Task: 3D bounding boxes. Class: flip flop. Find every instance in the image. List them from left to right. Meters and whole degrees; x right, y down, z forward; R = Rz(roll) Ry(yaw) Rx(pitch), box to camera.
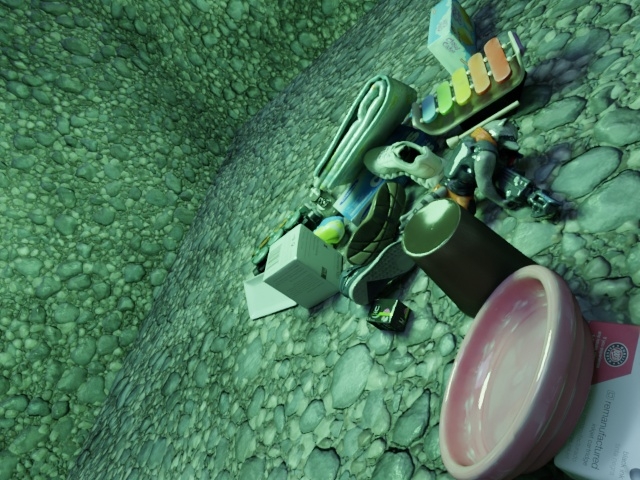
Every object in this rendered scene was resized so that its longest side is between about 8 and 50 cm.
[{"bbox_3d":[0.159,-0.043,1.246,0.277,0.112,0.080,-65,4,-17],"label":"flip flop"}]

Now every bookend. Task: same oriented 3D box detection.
[{"bbox_3d":[0.465,-0.403,1.202,0.156,0.072,0.157,-8,51,54],"label":"bookend"}]

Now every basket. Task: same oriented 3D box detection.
[{"bbox_3d":[0.276,0.034,0.829,0.204,0.227,0.154,-4,55,55],"label":"basket"}]

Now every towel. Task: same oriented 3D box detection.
[{"bbox_3d":[0.140,-0.327,1.357,0.374,0.090,0.320,-54,-10,25],"label":"towel"}]

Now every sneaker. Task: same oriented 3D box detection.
[{"bbox_3d":[0.000,0.000,1.472,0.240,0.091,0.126,-34,15,34],"label":"sneaker"},{"bbox_3d":[0.005,-0.146,1.581,0.078,0.106,0.234,-49,28,10],"label":"sneaker"},{"bbox_3d":[0.146,0.074,1.138,0.226,0.086,0.163,-36,6,-11],"label":"sneaker"},{"bbox_3d":[0.219,-0.231,1.211,0.292,0.118,0.110,22,82,50],"label":"sneaker"}]

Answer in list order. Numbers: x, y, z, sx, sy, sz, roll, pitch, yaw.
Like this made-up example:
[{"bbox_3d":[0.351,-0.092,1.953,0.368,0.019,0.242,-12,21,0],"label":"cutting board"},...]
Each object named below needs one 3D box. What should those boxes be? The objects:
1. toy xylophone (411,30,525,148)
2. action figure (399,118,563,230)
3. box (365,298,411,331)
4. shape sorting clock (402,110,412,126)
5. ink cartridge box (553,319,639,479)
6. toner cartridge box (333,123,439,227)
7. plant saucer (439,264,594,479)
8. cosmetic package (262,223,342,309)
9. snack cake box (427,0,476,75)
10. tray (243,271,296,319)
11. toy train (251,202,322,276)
[{"bbox_3d":[0.386,-0.376,1.122,0.322,0.081,0.236,-37,32,29],"label":"toy xylophone"},{"bbox_3d":[0.340,-0.117,0.967,0.330,0.178,0.341,-59,23,10],"label":"action figure"},{"bbox_3d":[0.161,0.176,1.033,0.083,0.052,0.062,-11,50,54],"label":"box"},{"bbox_3d":[0.251,-0.388,1.549,0.206,0.040,0.206,-37,32,28],"label":"shape sorting clock"},{"bbox_3d":[0.445,0.215,0.478,0.283,0.117,0.207,-4,54,56],"label":"ink cartridge box"},{"bbox_3d":[0.199,-0.200,1.377,0.348,0.075,0.165,-51,27,5],"label":"toner cartridge box"},{"bbox_3d":[0.285,0.201,0.647,0.332,0.084,0.332,25,-90,-84],"label":"plant saucer"},{"bbox_3d":[-0.050,0.082,1.322,0.151,0.183,0.151,-35,33,33],"label":"cosmetic package"},{"bbox_3d":[0.448,-0.693,1.473,0.089,0.152,0.264,-26,39,41],"label":"snack cake box"},{"bbox_3d":[-0.172,0.180,1.516,0.270,0.030,0.145,-25,72,43],"label":"tray"},{"bbox_3d":[-0.127,-0.001,1.602,0.334,0.142,0.190,-47,19,12],"label":"toy train"}]
